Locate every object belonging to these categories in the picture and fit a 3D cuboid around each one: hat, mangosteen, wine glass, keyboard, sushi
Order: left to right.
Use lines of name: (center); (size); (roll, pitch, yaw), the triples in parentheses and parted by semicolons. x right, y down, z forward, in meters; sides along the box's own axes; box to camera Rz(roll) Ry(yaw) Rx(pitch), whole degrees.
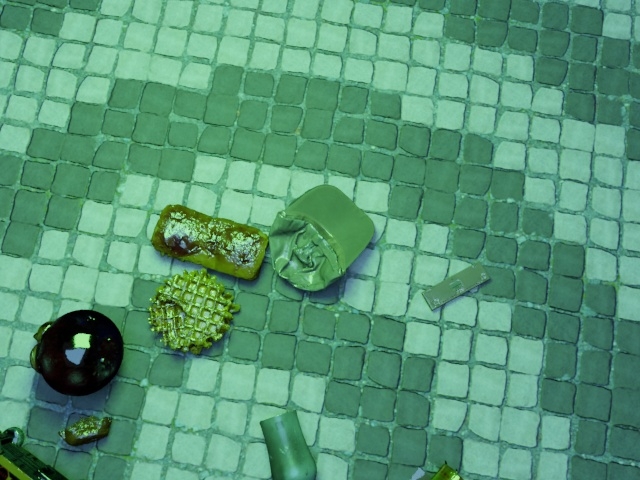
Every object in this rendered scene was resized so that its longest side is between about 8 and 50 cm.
mangosteen: (-0.556, 0.248, 1.672); (0.230, 0.194, 0.194); (2, 74, 27)
sushi: (-0.530, 0.427, 1.683); (0.118, 0.061, 0.060); (-9, 66, -24)
wine glass: (-0.061, 0.499, 1.651); (0.103, 0.103, 0.231); (-16, 74, -5)
hat: (0.000, 0.000, 1.802); (0.214, 0.149, 0.244); (46, 42, 8)
keyboard: (0.328, 0.112, 1.805); (0.165, 0.017, 0.055); (-28, 73, -8)

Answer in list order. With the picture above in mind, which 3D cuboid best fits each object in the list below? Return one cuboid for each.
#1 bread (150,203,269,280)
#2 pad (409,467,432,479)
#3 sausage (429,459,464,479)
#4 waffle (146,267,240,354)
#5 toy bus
bread: (-0.264, 0.008, 1.783); (0.270, 0.077, 0.139); (19, 77, 2)
pad: (0.207, 0.621, 1.676); (0.113, 0.006, 0.188); (40, 78, 9)
sausage: (0.217, 0.642, 1.609); (0.125, 0.117, 0.317); (38, 77, 22)
waffle: (-0.303, 0.166, 1.745); (0.197, 0.070, 0.193); (-43, 81, -11)
toy bus: (-0.613, 0.544, 1.618); (0.335, 0.121, 0.123); (34, 88, 7)
